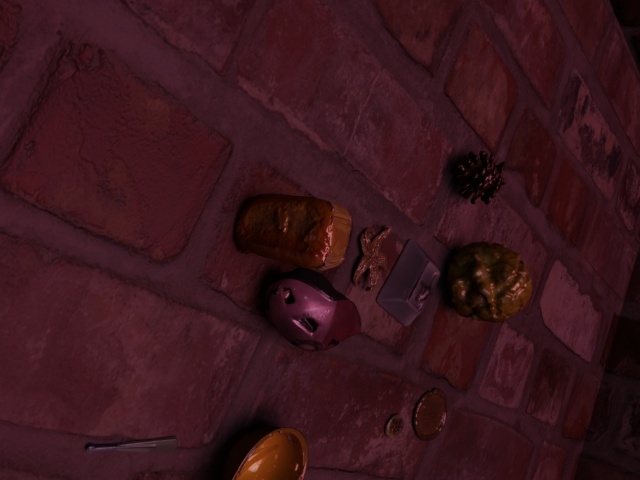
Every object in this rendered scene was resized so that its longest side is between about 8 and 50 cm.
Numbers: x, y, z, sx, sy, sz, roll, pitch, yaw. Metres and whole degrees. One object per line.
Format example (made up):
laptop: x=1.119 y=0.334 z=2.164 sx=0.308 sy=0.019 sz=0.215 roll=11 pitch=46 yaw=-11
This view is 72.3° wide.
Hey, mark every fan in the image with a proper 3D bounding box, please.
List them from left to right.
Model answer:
fan: x=-0.399 y=0.443 z=0.938 sx=0.193 sy=0.016 sz=0.038 roll=18 pitch=87 yaw=-38

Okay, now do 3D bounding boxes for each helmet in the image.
helmet: x=-0.160 y=0.553 z=1.058 sx=0.257 sy=0.140 sz=0.205 roll=-42 pitch=118 yaw=-33
helmet: x=-0.031 y=0.188 z=1.062 sx=0.253 sy=0.198 sz=0.154 roll=57 pitch=38 yaw=-15

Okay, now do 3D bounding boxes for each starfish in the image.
starfish: x=0.162 y=0.046 z=1.296 sx=0.150 sy=0.053 sz=0.209 roll=45 pitch=68 yaw=-38

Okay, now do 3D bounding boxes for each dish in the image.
dish: x=0.305 y=0.142 z=1.402 sx=0.182 sy=0.080 sz=0.243 roll=42 pitch=72 yaw=-34

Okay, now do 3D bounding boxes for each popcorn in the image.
popcorn: x=0.576 y=0.145 z=1.488 sx=0.282 sy=0.282 sz=0.247 roll=55 pitch=54 yaw=-29

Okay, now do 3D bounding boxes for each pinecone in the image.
pinecone: x=0.536 y=-0.216 z=1.485 sx=0.195 sy=0.150 sz=0.179 roll=24 pitch=82 yaw=-37

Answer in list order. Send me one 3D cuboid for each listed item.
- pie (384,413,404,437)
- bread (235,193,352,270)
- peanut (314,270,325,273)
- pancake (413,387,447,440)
pie: x=0.246 y=0.619 z=1.457 sx=0.085 sy=0.017 sz=0.085 roll=-5 pitch=99 yaw=-37
bread: x=-0.062 y=-0.022 z=0.972 sx=0.119 sy=0.288 sz=0.152 roll=10 pitch=91 yaw=-48
peanut: x=0.000 y=0.000 z=1.131 sx=0.159 sy=0.109 sz=0.140 roll=-59 pitch=137 yaw=-31
pancake: x=0.400 y=0.627 z=1.576 sx=0.199 sy=0.021 sz=0.199 roll=-5 pitch=98 yaw=-38
